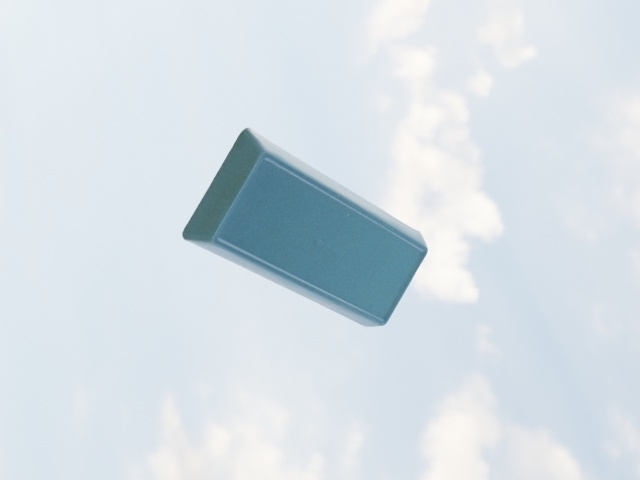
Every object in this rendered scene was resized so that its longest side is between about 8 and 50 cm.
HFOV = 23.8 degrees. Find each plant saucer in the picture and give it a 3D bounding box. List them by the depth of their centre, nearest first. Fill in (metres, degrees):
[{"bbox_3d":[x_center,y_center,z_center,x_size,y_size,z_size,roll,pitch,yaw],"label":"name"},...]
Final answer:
[{"bbox_3d":[0.000,0.000,0.847,0.018,0.192,0.067,31,-89,38],"label":"plant saucer"}]
